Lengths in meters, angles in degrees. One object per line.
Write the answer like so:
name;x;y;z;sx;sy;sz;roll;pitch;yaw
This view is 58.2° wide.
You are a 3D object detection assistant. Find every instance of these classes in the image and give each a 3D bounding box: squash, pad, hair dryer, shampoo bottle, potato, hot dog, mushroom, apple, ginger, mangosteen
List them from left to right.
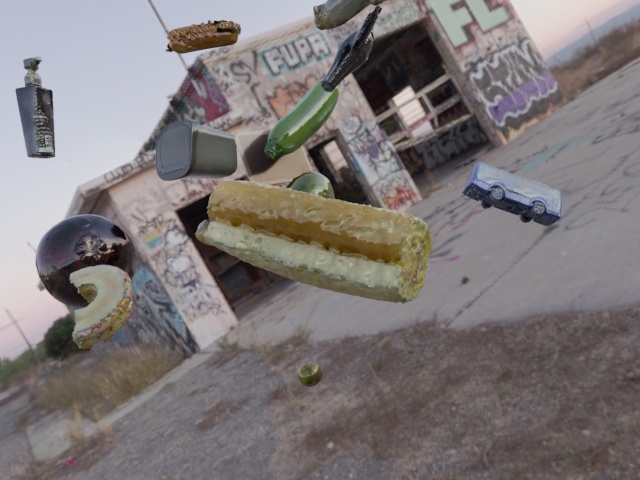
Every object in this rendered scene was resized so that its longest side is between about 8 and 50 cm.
shampoo bottle;-0.598;-0.279;1.214;0.063;0.208;0.057;-6;2;16
mangosteen;-0.767;0.077;1.893;0.306;0.306;0.359;-30;-4;-29
hot dog;-0.280;-0.487;1.362;0.188;0.072;0.055;-13;-33;-9
ginger;-0.249;-0.052;1.782;0.294;0.086;0.131;-23;22;-29
pad;-0.135;-0.253;1.731;0.266;0.176;0.002;-14;-9;-46
squash;-0.049;-0.366;1.741;0.107;0.107;0.395;-30;20;52
potato;-0.042;-0.084;1.518;0.186;0.148;0.253;-52;13;-10
apple;-0.036;0.470;2.011;0.089;0.089;0.075;-30;38;14
hair dryer;0.085;-0.455;1.310;0.196;0.075;0.219;-57;4;-23
mushroom;0.097;-0.552;1.256;0.278;0.099;0.096;-29;44;28

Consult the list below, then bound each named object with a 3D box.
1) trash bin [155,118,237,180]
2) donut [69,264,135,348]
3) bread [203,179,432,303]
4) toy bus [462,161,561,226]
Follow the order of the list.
trash bin;-0.462;-0.332;2.188;0.219;0.220;0.250;-4;-2;39
donut;-0.376;0.106;1.005;0.108;0.065;0.166;-19;44;-7
bread;0.000;0.000;1.043;0.375;0.165;0.236;14;-1;19
toy bus;0.475;-0.114;1.417;0.079;0.236;0.094;117;172;-76
